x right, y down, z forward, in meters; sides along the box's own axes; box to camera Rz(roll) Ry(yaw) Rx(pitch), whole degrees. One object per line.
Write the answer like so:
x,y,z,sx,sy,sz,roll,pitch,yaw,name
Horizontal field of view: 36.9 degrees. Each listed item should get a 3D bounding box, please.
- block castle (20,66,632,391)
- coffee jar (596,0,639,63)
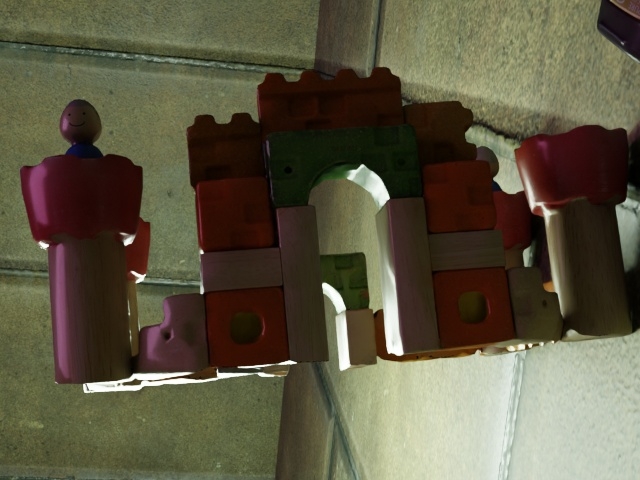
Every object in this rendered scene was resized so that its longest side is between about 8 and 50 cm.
0.000,0.000,0.796,0.303,0.452,0.213,128,138,-78,block castle
0.229,-0.192,0.572,0.096,0.079,0.185,-105,22,-59,coffee jar
